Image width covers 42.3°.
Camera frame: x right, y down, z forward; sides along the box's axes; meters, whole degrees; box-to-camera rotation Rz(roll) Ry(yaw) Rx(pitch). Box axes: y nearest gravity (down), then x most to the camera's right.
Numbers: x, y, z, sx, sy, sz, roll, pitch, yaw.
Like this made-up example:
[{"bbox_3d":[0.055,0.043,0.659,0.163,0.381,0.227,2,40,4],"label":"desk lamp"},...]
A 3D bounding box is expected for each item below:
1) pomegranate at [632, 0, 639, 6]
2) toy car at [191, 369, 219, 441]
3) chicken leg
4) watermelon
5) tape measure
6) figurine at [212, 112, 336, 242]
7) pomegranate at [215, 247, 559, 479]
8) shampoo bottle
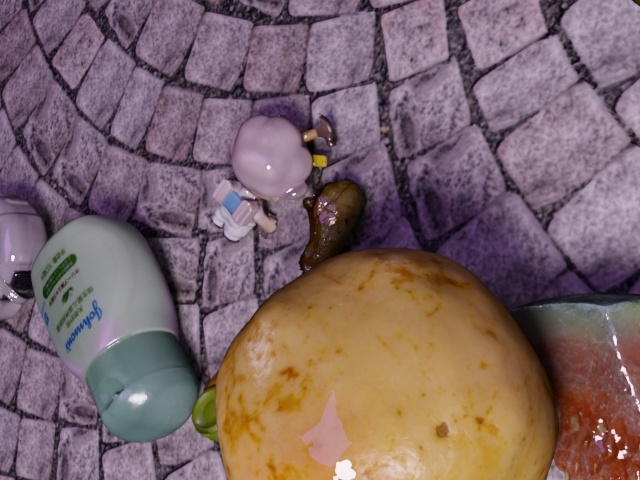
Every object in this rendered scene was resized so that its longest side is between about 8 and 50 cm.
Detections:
[{"bbox_3d":[0.389,-0.321,0.797,0.262,0.211,0.211,3,82,2],"label":"pomegranate"},{"bbox_3d":[-0.028,0.180,1.049,0.235,0.145,0.235,-18,52,25],"label":"toy car"},{"bbox_3d":[0.000,0.000,1.093,0.093,0.070,0.178,31,106,54],"label":"chicken leg"},{"bbox_3d":[0.302,0.177,0.814,0.192,0.139,0.257,-10,83,43],"label":"watermelon"},{"bbox_3d":[-0.562,0.020,1.464,0.197,0.120,0.236,-15,78,40],"label":"tape measure"},{"bbox_3d":[-0.082,-0.094,1.145,0.137,0.112,0.229,53,122,25],"label":"figurine"},{"bbox_3d":[0.054,0.170,0.812,0.342,0.342,0.343,-8,77,35],"label":"pomegranate"},{"bbox_3d":[-0.300,0.138,1.231,0.222,0.151,0.350,-45,59,19],"label":"shampoo bottle"}]
